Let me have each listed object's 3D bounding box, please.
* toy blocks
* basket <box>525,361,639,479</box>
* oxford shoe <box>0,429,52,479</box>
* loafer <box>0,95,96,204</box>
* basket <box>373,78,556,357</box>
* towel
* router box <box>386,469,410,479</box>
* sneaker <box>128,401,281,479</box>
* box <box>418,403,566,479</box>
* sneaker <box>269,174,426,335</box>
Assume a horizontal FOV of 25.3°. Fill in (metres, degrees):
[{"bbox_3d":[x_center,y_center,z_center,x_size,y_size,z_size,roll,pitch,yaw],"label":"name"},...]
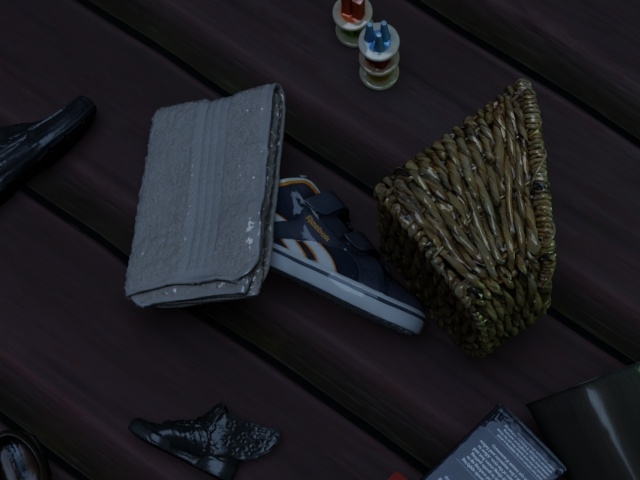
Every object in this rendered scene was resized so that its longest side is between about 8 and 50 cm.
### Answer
[{"bbox_3d":[0.057,-0.269,1.808,0.054,0.148,0.123,-27,75,-5],"label":"toy blocks"},{"bbox_3d":[0.365,0.262,1.642,0.204,0.154,0.227,-14,79,-33],"label":"basket"},{"bbox_3d":[-0.338,0.329,1.693,0.082,0.096,0.227,-30,76,-7],"label":"oxford shoe"},{"bbox_3d":[-0.387,-0.119,1.829,0.223,0.076,0.078,-38,83,-3],"label":"loafer"},{"bbox_3d":[0.209,-0.011,1.648,0.223,0.299,0.213,-37,76,-7],"label":"basket"},{"bbox_3d":[-0.140,-0.054,1.724,0.187,0.049,0.282,-9,62,25],"label":"towel"},{"bbox_3d":[0.105,0.465,1.533,0.301,0.082,0.335,39,120,12],"label":"router box"},{"bbox_3d":[-0.140,0.232,1.733,0.170,0.051,0.089,26,77,5],"label":"sneaker"},{"bbox_3d":[0.167,0.303,1.640,0.207,0.153,0.108,-43,77,-7],"label":"box"},{"bbox_3d":[0.000,0.000,1.748,0.321,0.126,0.127,27,83,12],"label":"sneaker"}]
